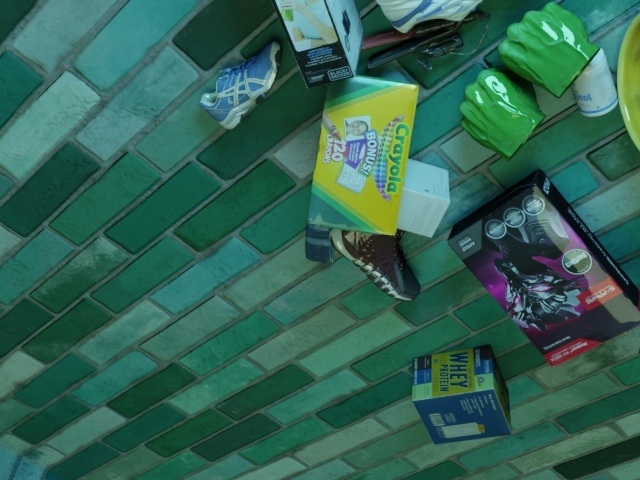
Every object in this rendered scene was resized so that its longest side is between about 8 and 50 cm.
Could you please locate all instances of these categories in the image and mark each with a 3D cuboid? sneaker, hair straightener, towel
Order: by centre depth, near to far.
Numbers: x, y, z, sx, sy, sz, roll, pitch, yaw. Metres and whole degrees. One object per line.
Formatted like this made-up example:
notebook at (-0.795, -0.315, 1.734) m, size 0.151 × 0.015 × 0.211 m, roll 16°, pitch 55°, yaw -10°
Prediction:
sneaker at (0.236, -0.428, 1.247) m, size 0.296 × 0.112 × 0.131 m, roll -11°, pitch 147°, yaw 19°
hair straightener at (0.188, -0.345, 1.359) m, size 0.230 × 0.047 × 0.089 m, roll -15°, pitch 129°, yaw 14°
sneaker at (-0.145, -0.289, 1.422) m, size 0.081 × 0.080 × 0.211 m, roll 30°, pitch 128°, yaw -23°
sneaker at (0.161, 0.015, 1.649) m, size 0.162 × 0.106 × 0.281 m, roll -39°, pitch 124°, yaw 22°
towel at (0.000, 0.000, 1.702) m, size 0.067 × 0.029 × 0.119 m, roll 6°, pitch 133°, yaw 3°

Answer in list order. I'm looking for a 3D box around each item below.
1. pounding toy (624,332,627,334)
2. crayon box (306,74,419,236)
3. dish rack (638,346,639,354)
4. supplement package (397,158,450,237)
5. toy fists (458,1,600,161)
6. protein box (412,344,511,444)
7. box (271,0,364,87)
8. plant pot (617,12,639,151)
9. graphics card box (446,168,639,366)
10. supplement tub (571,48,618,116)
pounding toy at (0.587, 0.120, 1.666) m, size 0.130 × 0.100 × 0.141 m, roll -4°, pitch 117°, yaw 11°
crayon box at (0.075, -0.156, 1.416) m, size 0.165 × 0.081 × 0.279 m, roll 8°, pitch 96°, yaw -1°
dish rack at (0.718, 0.113, 1.563) m, size 0.074 × 0.271 × 0.208 m, roll 17°, pitch 136°, yaw 22°
supplement package at (0.156, -0.096, 1.542) m, size 0.179 × 0.105 × 0.105 m, roll 15°, pitch 133°, yaw -7°
toy fists at (0.349, -0.277, 1.337) m, size 0.142 × 0.096 × 0.279 m, roll 42°, pitch 132°, yaw 10°
protein box at (0.356, 0.391, 1.940) m, size 0.201 × 0.136 × 0.200 m, roll -13°, pitch 129°, yaw 19°
box at (-0.020, -0.414, 1.234) m, size 0.087 × 0.169 × 0.290 m, roll -9°, pitch 132°, yaw 19°
plant pot at (0.649, -0.263, 1.245) m, size 0.238 × 0.254 × 0.254 m, roll -10°, pitch 132°, yaw -4°
graphics card box at (0.465, 0.063, 1.583) m, size 0.232 × 0.094 × 0.371 m, roll -35°, pitch 99°, yaw 33°
supplement tub at (0.476, -0.278, 1.357) m, size 0.071 × 0.071 × 0.107 m, roll -19°, pitch 127°, yaw 23°
